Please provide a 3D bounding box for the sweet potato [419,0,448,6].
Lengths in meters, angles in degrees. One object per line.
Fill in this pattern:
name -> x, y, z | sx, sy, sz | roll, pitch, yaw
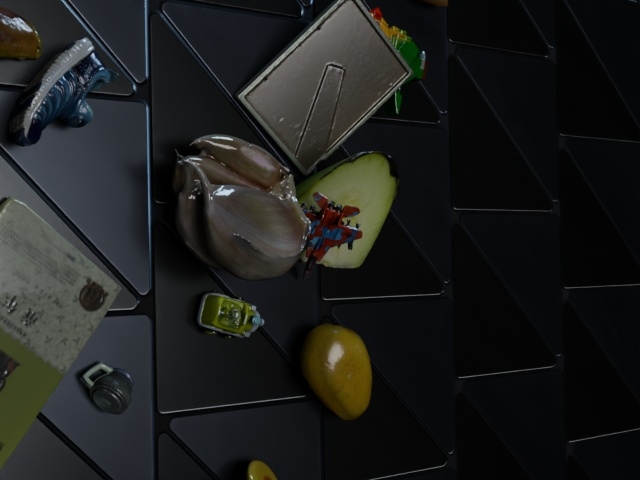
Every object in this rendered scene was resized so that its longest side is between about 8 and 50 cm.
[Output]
sweet potato -> 0.179, -0.534, 2.103 | 0.218, 0.051, 0.065 | 36, 71, -31

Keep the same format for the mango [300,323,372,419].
mango -> 0.032, 0.243, 1.934 | 0.137, 0.098, 0.195 | -30, 114, -38

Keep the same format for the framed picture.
framed picture -> 0.013, -0.286, 1.918 | 0.289, 0.020, 0.211 | -45, 116, -7

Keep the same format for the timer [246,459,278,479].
timer -> -0.034, 0.584, 1.746 | 0.376, 0.376, 0.387 | 63, 13, -18

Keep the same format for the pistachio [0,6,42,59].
pistachio -> -0.490, -0.312, 1.570 | 0.173, 0.049, 0.089 | 17, 79, -36

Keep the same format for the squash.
squash -> 0.034, -0.059, 1.911 | 0.237, 0.155, 0.204 | 11, 79, -38

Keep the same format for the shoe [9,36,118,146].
shoe -> -0.396, -0.217, 1.613 | 0.106, 0.091, 0.207 | 47, 58, -21

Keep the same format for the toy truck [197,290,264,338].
toy truck -> -0.149, 0.130, 1.804 | 0.111, 0.077, 0.076 | 18, 78, -36

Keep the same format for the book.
book -> -0.473, 0.138, 1.577 | 0.239, 0.035, 0.352 | 44, 63, -30

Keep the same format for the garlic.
garlic -> -0.133, -0.055, 1.747 | 0.292, 0.210, 0.237 | 2, 93, -47

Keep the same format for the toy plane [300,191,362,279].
toy plane -> 0.001, -0.002, 1.876 | 0.130, 0.189, 0.061 | 21, 44, -4

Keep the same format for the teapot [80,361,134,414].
teapot -> -0.336, 0.231, 1.671 | 0.088, 0.066, 0.057 | 38, 43, -7

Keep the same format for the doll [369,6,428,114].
doll -> 0.120, -0.354, 2.015 | 0.186, 0.106, 0.134 | 47, 70, -27
